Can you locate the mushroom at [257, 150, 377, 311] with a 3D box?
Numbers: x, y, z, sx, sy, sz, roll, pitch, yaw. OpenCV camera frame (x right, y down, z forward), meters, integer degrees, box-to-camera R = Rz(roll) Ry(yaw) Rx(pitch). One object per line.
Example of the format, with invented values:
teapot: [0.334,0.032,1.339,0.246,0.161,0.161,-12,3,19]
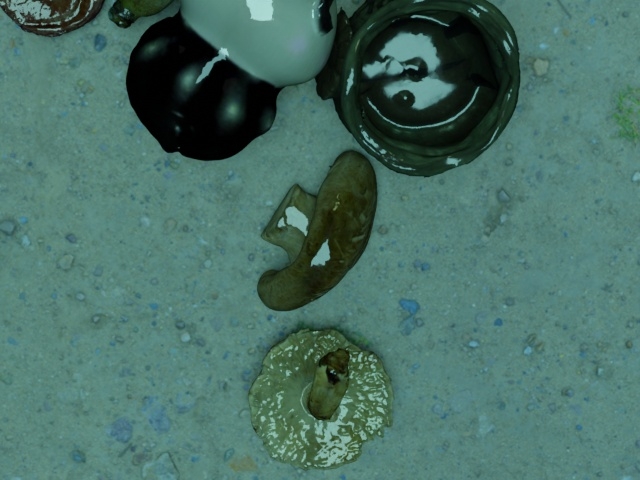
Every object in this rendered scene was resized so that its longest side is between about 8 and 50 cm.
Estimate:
mushroom: [0.000,0.000,1.680,0.156,0.151,0.286,29,101,-9]

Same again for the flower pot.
flower pot: [0.142,-0.252,1.594,0.301,0.213,0.302,-1,104,-2]

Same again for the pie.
pie: [-0.409,-0.396,1.628,0.182,0.049,0.182,1,106,2]

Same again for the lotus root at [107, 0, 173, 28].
lotus root: [-0.245,-0.395,1.605,0.088,0.113,0.192,29,101,-44]

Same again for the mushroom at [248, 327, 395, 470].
mushroom: [-0.024,0.247,1.680,0.208,0.301,0.233,22,88,27]

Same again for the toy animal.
toy animal: [-0.116,-0.280,1.536,0.251,0.251,0.310,33,124,-9]
